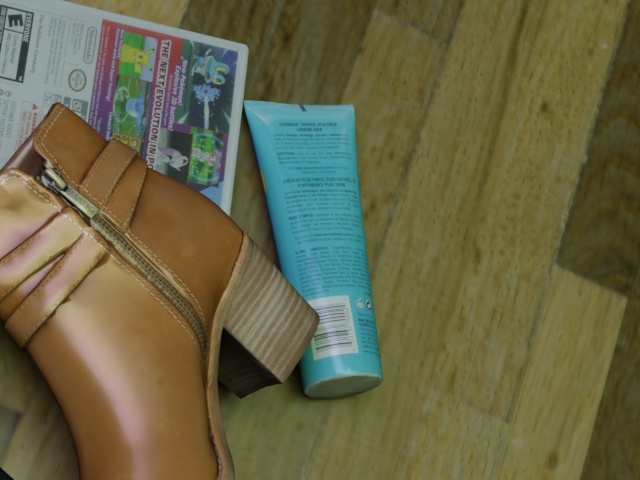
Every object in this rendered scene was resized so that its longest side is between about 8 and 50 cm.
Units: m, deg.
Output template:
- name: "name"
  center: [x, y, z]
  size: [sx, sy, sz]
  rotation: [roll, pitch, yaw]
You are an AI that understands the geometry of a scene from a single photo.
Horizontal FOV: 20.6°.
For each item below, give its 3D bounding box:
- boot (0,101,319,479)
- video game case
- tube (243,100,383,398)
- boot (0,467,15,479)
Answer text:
- name: "boot"
  center: [-0.139, 0.066, 1.028]
  size: [0.220, 0.109, 0.283]
  rotation: [41, 57, -14]
- name: "video game case"
  center: [-0.145, -0.056, 1.153]
  size: [0.183, 0.023, 0.201]
  rotation: [12, 69, -17]
- name: "tube"
  center: [0.000, 0.000, 1.180]
  size: [0.080, 0.052, 0.207]
  rotation: [2, 68, -26]
- name: "boot"
  center: [-0.238, 0.108, 1.031]
  size: [0.207, 0.094, 0.246]
  rotation: [46, 39, -22]
